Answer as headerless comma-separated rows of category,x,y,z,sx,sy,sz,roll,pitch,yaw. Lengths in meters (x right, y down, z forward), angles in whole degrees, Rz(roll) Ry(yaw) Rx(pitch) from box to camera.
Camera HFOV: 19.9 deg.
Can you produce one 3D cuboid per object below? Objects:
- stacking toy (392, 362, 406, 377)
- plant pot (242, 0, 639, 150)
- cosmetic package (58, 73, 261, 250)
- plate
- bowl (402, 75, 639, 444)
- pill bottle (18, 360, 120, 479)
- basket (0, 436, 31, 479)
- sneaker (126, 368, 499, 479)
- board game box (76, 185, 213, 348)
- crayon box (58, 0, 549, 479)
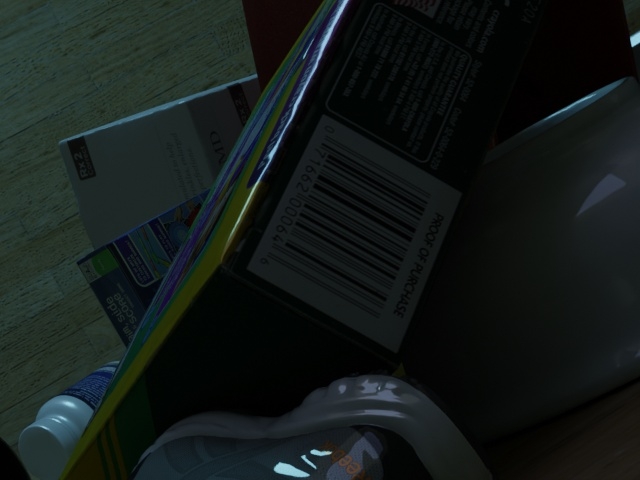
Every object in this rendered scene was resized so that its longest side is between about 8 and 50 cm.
stacking toy,0.116,0.002,1.414,0.279,0.130,0.309,-30,3,-9
plant pot,0.089,-0.161,1.496,0.236,0.267,0.267,-11,1,35
cosmetic package,-0.102,-0.053,1.613,0.151,0.151,0.184,-15,7,33
plate,0.331,-0.187,1.667,0.277,0.045,0.278,-31,3,24
bowl,0.154,-0.005,1.071,0.298,0.134,0.298,-29,3,2
pill bottle,-0.267,0.210,2.085,0.094,0.094,0.169,-28,2,35
basket,-0.385,0.274,1.576,0.227,0.154,0.204,-33,-1,17
sneaker,-0.038,0.137,0.848,0.108,0.100,0.271,-43,8,-36
board game box,-0.065,0.072,1.252,0.035,0.201,0.136,-28,2,40
crayon box,-0.003,-0.020,1.050,0.313,0.106,0.363,-53,10,53
